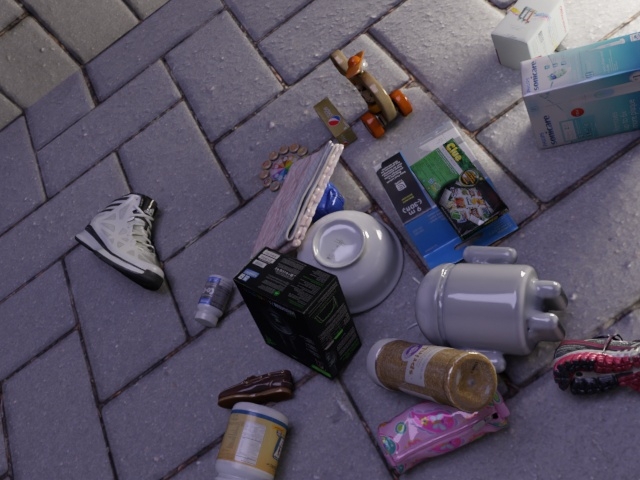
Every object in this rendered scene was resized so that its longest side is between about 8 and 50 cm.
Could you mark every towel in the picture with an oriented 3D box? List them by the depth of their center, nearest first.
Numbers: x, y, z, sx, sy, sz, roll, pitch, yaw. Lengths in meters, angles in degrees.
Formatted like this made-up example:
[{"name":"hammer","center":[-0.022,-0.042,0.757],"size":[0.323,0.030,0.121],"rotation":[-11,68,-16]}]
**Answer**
[{"name":"towel","center":[-0.076,-0.106,1.994],"size":[0.317,0.053,0.332],"rotation":[-21,42,65]}]

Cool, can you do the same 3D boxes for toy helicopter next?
[{"name":"toy helicopter","center":[0.113,-0.487,2.130],"size":[0.140,0.235,0.355],"rotation":[-38,49,2]}]

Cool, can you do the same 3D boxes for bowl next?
[{"name":"bowl","center":[0.060,0.033,1.842],"size":[0.297,0.134,0.298],"rotation":[-7,62,13]}]

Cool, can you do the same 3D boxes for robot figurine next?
[{"name":"robot figurine","center":[0.363,0.152,1.585],"size":[0.353,0.200,0.300],"rotation":[1,64,30]}]

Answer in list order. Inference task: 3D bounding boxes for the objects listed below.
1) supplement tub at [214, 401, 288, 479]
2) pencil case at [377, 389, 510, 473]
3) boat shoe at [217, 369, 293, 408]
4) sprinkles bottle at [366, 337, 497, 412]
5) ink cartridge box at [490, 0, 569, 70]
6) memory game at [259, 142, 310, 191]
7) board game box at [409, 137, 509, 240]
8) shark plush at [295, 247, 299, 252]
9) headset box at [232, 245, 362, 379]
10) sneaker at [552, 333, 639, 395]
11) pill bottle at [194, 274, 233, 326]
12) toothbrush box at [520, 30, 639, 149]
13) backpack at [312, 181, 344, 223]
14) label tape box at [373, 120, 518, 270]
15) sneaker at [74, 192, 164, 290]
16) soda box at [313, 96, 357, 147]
[{"name":"supplement tub","center":[-0.167,0.503,1.687],"size":[0.144,0.144,0.200],"rotation":[0,60,30]},{"name":"pencil case","center":[0.267,0.397,1.527],"size":[0.284,0.124,0.124],"rotation":[-27,50,12]},{"name":"boat shoe","center":[-0.167,0.383,1.818],"size":[0.206,0.073,0.073],"rotation":[-13,52,13]},{"name":"sprinkles bottle","center":[0.227,0.281,1.516],"size":[0.121,0.121,0.355],"rotation":[-58,18,-15]},{"name":"ink cartridge box","center":[0.594,-0.588,1.997],"size":[0.127,0.128,0.176],"rotation":[31,77,40]},{"name":"memory game","center":[-0.113,-0.233,2.236],"size":[0.186,0.012,0.186],"rotation":[-15,54,21]},{"name":"board game box","center":[0.342,-0.131,1.759],"size":[0.136,0.030,0.260],"rotation":[-34,55,9]},{"name":"shark plush","center":[0.000,0.000,1.991],"size":[0.161,0.073,0.067],"rotation":[-31,18,15]},{"name":"headset box","center":[-0.052,0.185,1.755],"size":[0.246,0.283,0.131],"rotation":[22,56,37]},{"name":"sneaker","center":[0.630,0.239,1.440],"size":[0.299,0.121,0.112],"rotation":[-2,28,20]},{"name":"pill bottle","center":[-0.308,0.174,2.029],"size":[0.078,0.078,0.137],"rotation":[3,61,31]},{"name":"toothbrush box","center":[0.665,-0.365,1.750],"size":[0.295,0.216,0.126],"rotation":[-9,56,24]},{"name":"backpack","center":[0.017,-0.110,2.024],"size":[0.101,0.098,0.120],"rotation":[-11,51,26]},{"name":"label tape box","center":[0.319,-0.117,1.849],"size":[0.249,0.115,0.348],"rotation":[-30,48,9]},{"name":"sneaker","center":[-0.598,-0.025,2.266],"size":[0.447,0.169,0.258],"rotation":[26,77,41]},{"name":"soda box","center":[0.045,-0.370,2.205],"size":[0.058,0.061,0.181],"rotation":[-36,49,5]}]
